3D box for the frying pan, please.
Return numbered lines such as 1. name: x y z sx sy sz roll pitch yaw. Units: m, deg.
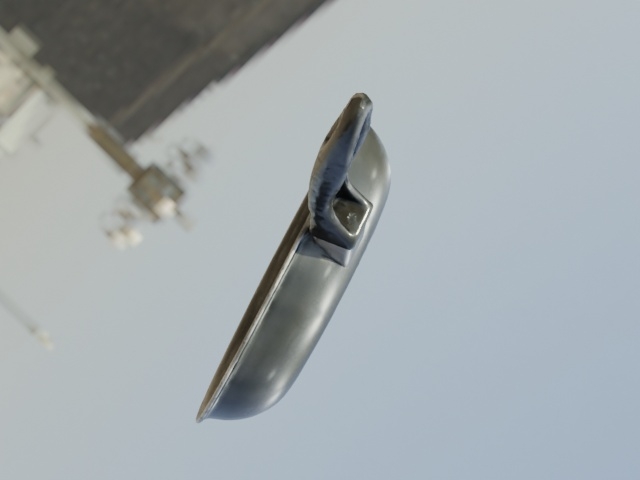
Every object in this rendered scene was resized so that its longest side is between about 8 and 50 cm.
1. frying pan: 0.008 -0.019 1.003 0.326 0.053 0.197 -58 -175 48
